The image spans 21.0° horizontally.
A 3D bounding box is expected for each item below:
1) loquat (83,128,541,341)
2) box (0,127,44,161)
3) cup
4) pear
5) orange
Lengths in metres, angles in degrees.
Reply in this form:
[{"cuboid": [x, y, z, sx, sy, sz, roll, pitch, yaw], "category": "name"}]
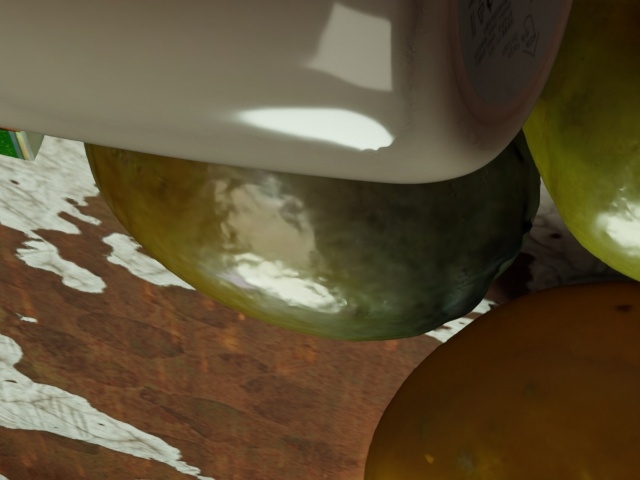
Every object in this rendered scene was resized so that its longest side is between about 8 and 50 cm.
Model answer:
[{"cuboid": [-0.002, -0.042, 0.831, 0.227, 0.179, 0.179, 30, 154, -19], "category": "loquat"}, {"cuboid": [-0.286, -0.114, 1.025, 0.235, 0.034, 0.132, 14, 157, 5], "category": "box"}, {"cuboid": [-0.008, -0.121, 0.644, 0.200, 0.191, 0.253, 12, -169, 23], "category": "cup"}, {"cuboid": [0.157, -0.052, 0.724, 0.149, 0.149, 0.162, 7, 148, 21], "category": "pear"}, {"cuboid": [0.176, 0.176, 1.038, 0.312, 0.312, 0.312, 14, 157, 6], "category": "orange"}]
